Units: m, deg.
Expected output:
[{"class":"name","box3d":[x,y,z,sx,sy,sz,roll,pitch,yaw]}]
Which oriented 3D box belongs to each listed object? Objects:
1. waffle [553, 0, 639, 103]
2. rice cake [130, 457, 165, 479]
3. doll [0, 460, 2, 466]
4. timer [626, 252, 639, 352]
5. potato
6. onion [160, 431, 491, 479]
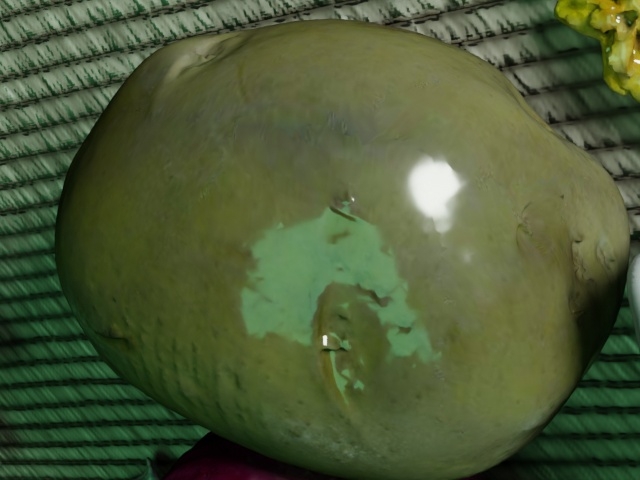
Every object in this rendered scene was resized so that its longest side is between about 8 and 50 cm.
[{"class":"waffle","box3d":[0.232,-0.161,0.484,0.254,0.052,0.245,48,124,-1]},{"class":"rice cake","box3d":[-0.073,0.306,0.842,0.290,0.051,0.081,52,156,-4]},{"class":"doll","box3d":[-0.417,0.044,0.842,0.341,0.099,0.346,20,117,13]},{"class":"timer","box3d":[0.273,0.071,0.467,0.195,0.194,0.192,-11,92,29]},{"class":"potato","box3d":[0.000,0.000,0.561,0.327,0.221,0.243,16,118,23]},{"class":"onion","box3d":[0.011,0.216,0.645,0.272,0.256,0.230,-42,64,15]}]
